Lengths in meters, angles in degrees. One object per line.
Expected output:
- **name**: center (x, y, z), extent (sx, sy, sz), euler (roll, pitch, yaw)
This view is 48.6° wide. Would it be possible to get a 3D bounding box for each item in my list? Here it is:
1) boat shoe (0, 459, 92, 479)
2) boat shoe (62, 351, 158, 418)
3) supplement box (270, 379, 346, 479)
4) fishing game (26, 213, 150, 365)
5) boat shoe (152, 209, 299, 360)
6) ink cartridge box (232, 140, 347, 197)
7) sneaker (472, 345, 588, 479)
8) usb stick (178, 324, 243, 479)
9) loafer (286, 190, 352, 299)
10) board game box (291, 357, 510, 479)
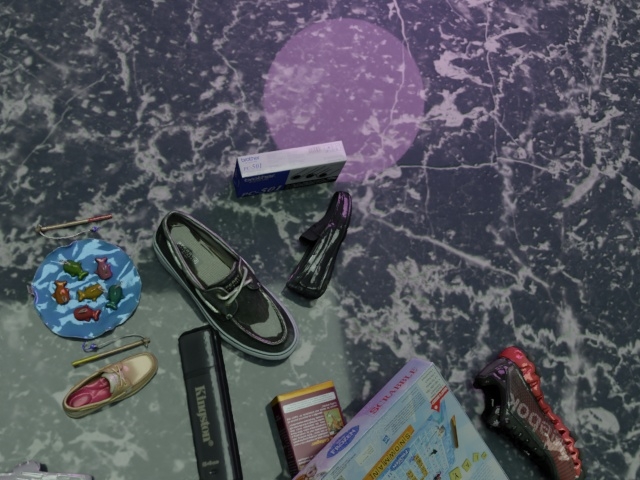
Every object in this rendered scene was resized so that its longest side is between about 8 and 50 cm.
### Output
- **boat shoe**: center (-0.452, 0.378, 1.111), extent (0.184, 0.066, 0.063), euler (10, 58, -7)
- **boat shoe**: center (-0.349, 0.240, 1.184), extent (0.170, 0.059, 0.063), euler (-32, 79, -20)
- **supplement box**: center (-0.007, 0.346, 1.206), extent (0.104, 0.081, 0.188), euler (-12, 73, -17)
- **fishing game**: center (-0.411, 0.079, 1.241), extent (0.189, 0.041, 0.264), euler (-12, 73, -19)
- **boat shoe**: center (-0.171, 0.083, 1.246), extent (0.335, 0.119, 0.121), euler (40, 67, 4)
- **ink cartridge box**: center (-0.060, -0.137, 1.363), extent (0.206, 0.097, 0.046), euler (-11, 73, -16)
- **sneaker**: center (0.369, 0.336, 1.282), extent (0.135, 0.098, 0.276), euler (-21, 74, -19)
- **usb stick**: center (-0.187, 0.283, 1.204), extent (0.077, 0.045, 0.278), euler (-16, 73, 11)
- **loafer**: center (0.000, 0.000, 1.336), extent (0.078, 0.076, 0.223), euler (24, 71, -11)
- **board game box**: center (0.142, 0.416, 1.156), extent (0.318, 0.066, 0.318), euler (-40, 107, -22)
